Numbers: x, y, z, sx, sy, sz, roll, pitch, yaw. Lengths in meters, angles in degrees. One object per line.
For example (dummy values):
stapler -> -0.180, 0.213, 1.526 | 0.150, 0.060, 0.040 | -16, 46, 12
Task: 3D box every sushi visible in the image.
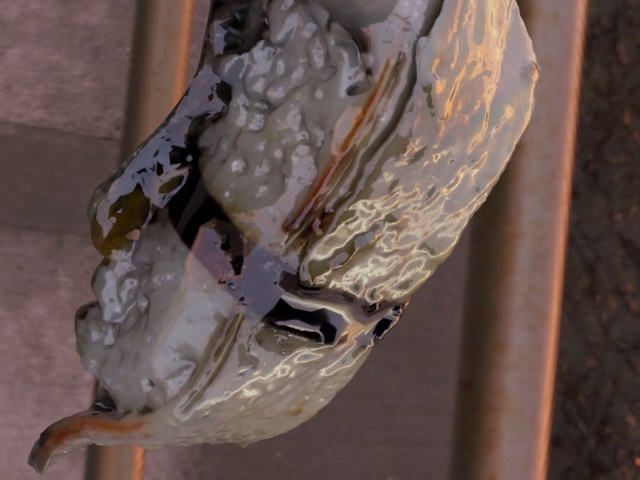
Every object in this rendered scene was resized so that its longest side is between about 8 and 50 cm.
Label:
sushi -> -0.014, 0.003, 0.463 | 0.273, 0.109, 0.134 | -56, 146, 1
